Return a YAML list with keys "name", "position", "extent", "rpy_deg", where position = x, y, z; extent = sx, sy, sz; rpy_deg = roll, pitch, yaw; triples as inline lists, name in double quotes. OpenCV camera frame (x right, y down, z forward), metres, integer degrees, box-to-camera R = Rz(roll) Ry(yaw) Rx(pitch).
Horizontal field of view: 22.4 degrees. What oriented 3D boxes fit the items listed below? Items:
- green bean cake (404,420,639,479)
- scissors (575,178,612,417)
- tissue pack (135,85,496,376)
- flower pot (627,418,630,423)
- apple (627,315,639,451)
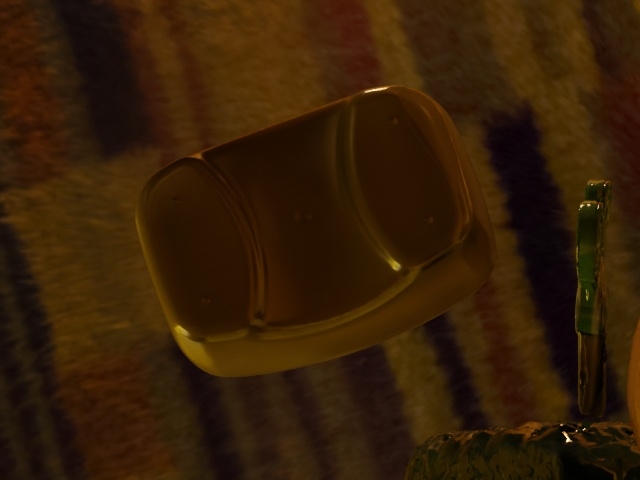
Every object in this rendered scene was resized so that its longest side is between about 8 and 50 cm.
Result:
- name: "green bean cake"
  position: [0.192, 0.300, 1.273]
  extent: [0.169, 0.300, 0.307]
  rpy_deg: [4, 81, -22]
- name: "scissors"
  position: [0.224, 0.053, 1.331]
  extent: [0.027, 0.101, 0.204]
  rpy_deg: [5, 116, 17]
- name: "tissue pack"
  position: [0.000, 0.000, 0.857]
  extent: [0.178, 0.127, 0.123]
  rpy_deg: [-20, 71, 5]
- name: "flower pot"
  position: [0.424, 0.218, 1.701]
  extent: [0.243, 0.157, 0.189]
  rpy_deg: [-38, 107, 19]
- name: "apple"
  position: [0.332, 0.070, 0.964]
  extent: [0.299, 0.275, 0.299]
  rpy_deg: [1, 88, -19]
